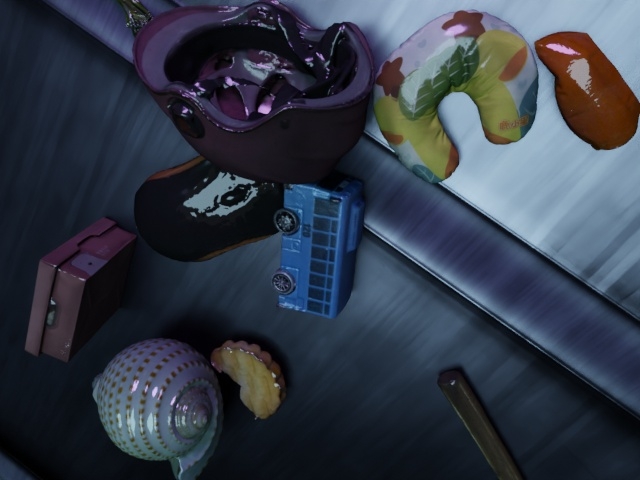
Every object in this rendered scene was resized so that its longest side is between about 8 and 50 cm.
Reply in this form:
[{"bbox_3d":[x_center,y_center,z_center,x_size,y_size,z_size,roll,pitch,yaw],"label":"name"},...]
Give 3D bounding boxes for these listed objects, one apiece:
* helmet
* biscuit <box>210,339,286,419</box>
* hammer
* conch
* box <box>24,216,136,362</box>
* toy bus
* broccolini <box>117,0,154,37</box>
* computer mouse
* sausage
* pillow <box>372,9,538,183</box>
[{"bbox_3d":[-0.087,-0.203,0.767,0.338,0.271,0.197,14,144,15],"label":"helmet"},{"bbox_3d":[-0.127,0.270,1.052,0.118,0.061,0.183,-27,101,24],"label":"biscuit"},{"bbox_3d":[0.338,0.426,0.953,0.168,0.044,0.440,-29,98,27],"label":"hammer"},{"bbox_3d":[-0.309,0.318,1.046,0.319,0.215,0.303,26,148,51],"label":"conch"},{"bbox_3d":[-0.460,0.095,1.020,0.086,0.215,0.215,23,115,-1],"label":"box"},{"bbox_3d":[0.000,0.000,0.875,0.133,0.116,0.234,13,114,17],"label":"toy bus"},{"bbox_3d":[-0.349,-0.410,0.877,0.216,0.067,0.058,44,79,0],"label":"broccolini"},{"bbox_3d":[-0.205,-0.057,0.928,0.323,0.116,0.183,-19,106,24],"label":"computer mouse"},{"bbox_3d":[0.352,-0.202,0.690,0.089,0.089,0.179,-33,101,27],"label":"sausage"},{"bbox_3d":[0.191,-0.207,0.754,0.233,0.086,0.214,-27,109,23],"label":"pillow"}]
